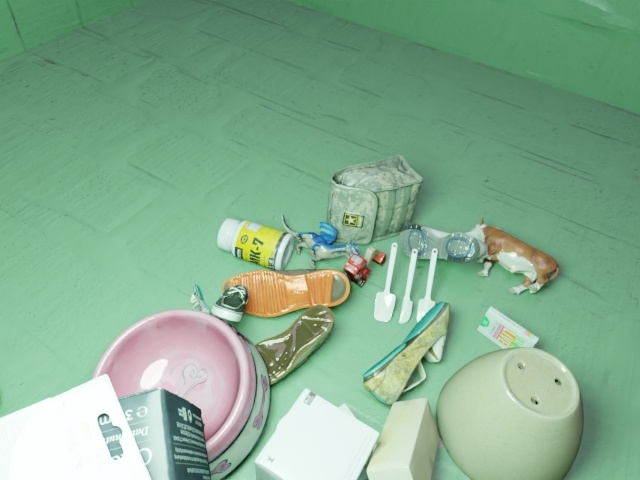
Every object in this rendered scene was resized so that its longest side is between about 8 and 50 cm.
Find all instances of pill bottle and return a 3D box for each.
[{"bbox_3d":[-0.196,0.008,1.507,0.208,0.119,0.119,17,47,11],"label":"pill bottle"}]

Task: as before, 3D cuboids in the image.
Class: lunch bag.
[{"bbox_3d":[0.153,-0.116,1.581,0.287,0.235,0.169,-15,48,-19],"label":"lunch bag"}]

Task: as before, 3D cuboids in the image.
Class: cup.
[{"bbox_3d":[0.458,0.378,1.146,0.331,0.237,0.331,3,46,-3],"label":"cup"}]

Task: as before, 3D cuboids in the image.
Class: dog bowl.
[{"bbox_3d":[-0.319,0.335,1.109,0.408,0.150,0.408,0,58,0],"label":"dog bowl"}]

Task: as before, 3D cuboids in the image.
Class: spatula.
[{"bbox_3d":[0.254,0.126,1.447,0.168,0.019,0.242,9,74,9],"label":"spatula"}]

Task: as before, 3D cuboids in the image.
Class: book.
[{"bbox_3d":[0.511,0.254,1.365,0.144,0.096,0.035,35,53,25],"label":"book"}]

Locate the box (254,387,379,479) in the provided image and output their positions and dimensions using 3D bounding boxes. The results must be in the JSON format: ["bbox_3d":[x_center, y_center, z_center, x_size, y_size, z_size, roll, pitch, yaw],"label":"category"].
[{"bbox_3d":[-0.007,0.432,0.995,0.182,0.119,0.181,26,51,18],"label":"box"}]

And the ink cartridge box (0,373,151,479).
[{"bbox_3d":[-0.376,0.320,0.680,0.232,0.066,0.189,-19,61,-33],"label":"ink cartridge box"}]

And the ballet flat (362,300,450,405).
[{"bbox_3d":[0.250,0.296,1.300,0.123,0.123,0.348,37,53,26],"label":"ballet flat"}]

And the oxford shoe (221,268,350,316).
[{"bbox_3d":[-0.094,0.141,1.415,0.363,0.130,0.133,-1,3,7],"label":"oxford shoe"}]

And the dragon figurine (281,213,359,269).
[{"bbox_3d":[0.000,0.000,1.554,0.144,0.085,0.289,-24,44,-27],"label":"dragon figurine"}]

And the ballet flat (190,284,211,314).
[{"bbox_3d":[-0.342,0.171,1.393,0.041,0.041,0.114,-19,51,-23],"label":"ballet flat"}]

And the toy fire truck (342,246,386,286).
[{"bbox_3d":[0.133,0.066,1.475,0.047,0.192,0.135,31,79,22],"label":"toy fire truck"}]

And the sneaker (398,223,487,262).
[{"bbox_3d":[0.373,0.018,1.543,0.129,0.111,0.297,7,6,-45],"label":"sneaker"}]

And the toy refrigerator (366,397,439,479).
[{"bbox_3d":[0.177,0.445,1.047,0.094,0.102,0.269,-16,5,22],"label":"toy refrigerator"}]

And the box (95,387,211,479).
[{"bbox_3d":[-0.403,0.534,0.753,0.479,0.297,0.472,-14,66,-6],"label":"box"}]

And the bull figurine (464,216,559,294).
[{"bbox_3d":[0.582,0.050,1.566,0.310,0.101,0.188,27,56,26],"label":"bull figurine"}]

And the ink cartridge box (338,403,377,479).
[{"bbox_3d":[0.012,0.488,1.091,0.219,0.093,0.160,-26,55,-27],"label":"ink cartridge box"}]

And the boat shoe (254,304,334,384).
[{"bbox_3d":[-0.086,0.285,1.274,0.302,0.098,0.109,-38,64,-13],"label":"boat shoe"}]

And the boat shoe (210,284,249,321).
[{"bbox_3d":[-0.223,0.151,1.263,0.077,0.070,0.219,21,2,-5],"label":"boat shoe"}]
